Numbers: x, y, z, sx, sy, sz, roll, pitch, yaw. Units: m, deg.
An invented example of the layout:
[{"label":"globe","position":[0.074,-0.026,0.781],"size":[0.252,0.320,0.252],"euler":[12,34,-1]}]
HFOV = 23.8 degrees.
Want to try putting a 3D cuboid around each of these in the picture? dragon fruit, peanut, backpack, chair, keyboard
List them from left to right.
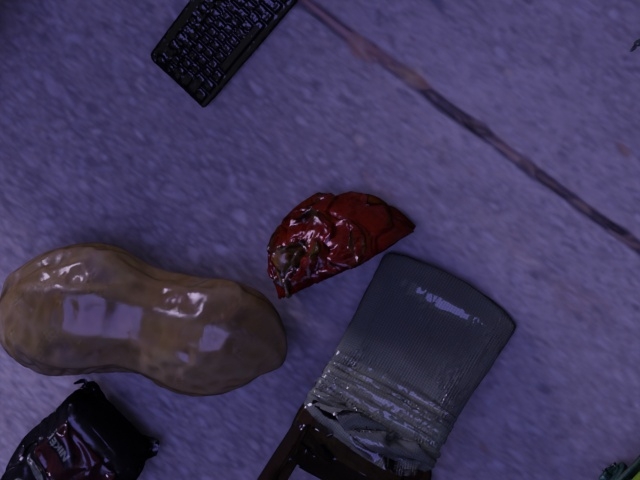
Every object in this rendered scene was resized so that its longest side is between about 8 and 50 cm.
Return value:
[{"label":"backpack","position":[-0.267,0.243,1.618],"size":[0.120,0.106,0.165],"euler":[43,110,-1]},{"label":"peanut","position":[-0.183,0.082,1.532],"size":[0.313,0.149,0.149],"euler":[12,108,14]},{"label":"keyboard","position":[-0.067,-0.244,1.473],"size":[0.087,0.017,0.250],"euler":[44,113,0]},{"label":"dragon fruit","position":[0.000,0.000,1.471],"size":[0.162,0.106,0.083],"euler":[-22,96,24]},{"label":"chair","position":[0.046,0.195,1.501],"size":[0.160,0.319,0.186],"euler":[27,155,10]}]

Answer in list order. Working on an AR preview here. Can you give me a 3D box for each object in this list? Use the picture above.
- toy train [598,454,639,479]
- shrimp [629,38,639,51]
[{"label":"toy train","position":[0.323,0.223,1.418],"size":[0.083,0.132,0.200],"euler":[36,114,4]},{"label":"shrimp","position":[0.368,-0.188,1.303],"size":[0.172,0.137,0.372],"euler":[-22,86,58]}]
